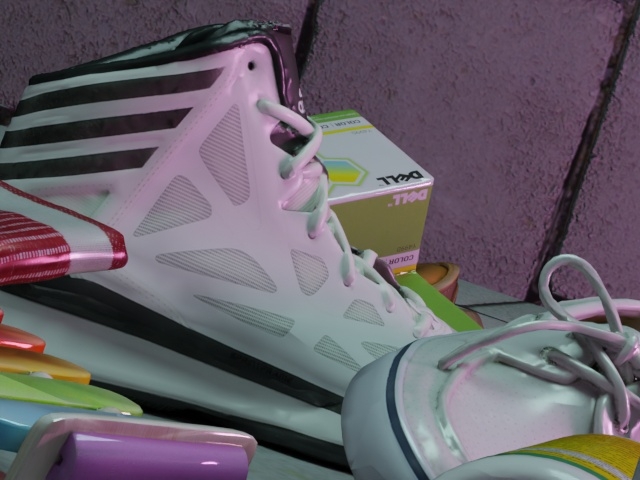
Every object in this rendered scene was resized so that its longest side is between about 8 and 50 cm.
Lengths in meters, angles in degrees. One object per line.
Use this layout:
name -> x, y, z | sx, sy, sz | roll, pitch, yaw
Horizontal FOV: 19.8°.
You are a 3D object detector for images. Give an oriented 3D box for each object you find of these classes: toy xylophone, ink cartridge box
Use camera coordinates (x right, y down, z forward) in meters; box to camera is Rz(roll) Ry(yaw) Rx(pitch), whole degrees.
toy xylophone -> -0.159, 0.072, 0.832 | 0.323, 0.081, 0.236 | 20, 5, 34
ink cartridge box -> 0.013, 0.003, 1.499 | 0.189, 0.097, 0.255 | -12, 37, -31

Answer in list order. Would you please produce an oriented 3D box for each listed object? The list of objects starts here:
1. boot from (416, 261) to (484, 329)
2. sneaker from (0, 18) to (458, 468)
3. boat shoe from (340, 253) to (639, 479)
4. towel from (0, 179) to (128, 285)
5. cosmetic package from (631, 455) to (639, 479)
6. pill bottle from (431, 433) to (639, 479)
boot -> 0.014, 0.061, 1.648 | 0.220, 0.109, 0.283 | 13, 13, -8
sneaker -> 0.000, 0.000, 1.203 | 0.448, 0.257, 0.169 | 16, 4, -17
boat shoe -> 0.142, 0.086, 1.023 | 0.136, 0.156, 0.367 | 60, 22, 11
towel -> -0.280, -0.016, 0.802 | 0.237, 0.037, 0.329 | 22, 19, 40
cosmetic package -> 0.175, 0.136, 0.398 | 0.225, 0.224, 0.138 | 16, 4, -15
pill bottle -> 0.108, 0.142, 0.776 | 0.118, 0.117, 0.208 | 19, 4, 21
